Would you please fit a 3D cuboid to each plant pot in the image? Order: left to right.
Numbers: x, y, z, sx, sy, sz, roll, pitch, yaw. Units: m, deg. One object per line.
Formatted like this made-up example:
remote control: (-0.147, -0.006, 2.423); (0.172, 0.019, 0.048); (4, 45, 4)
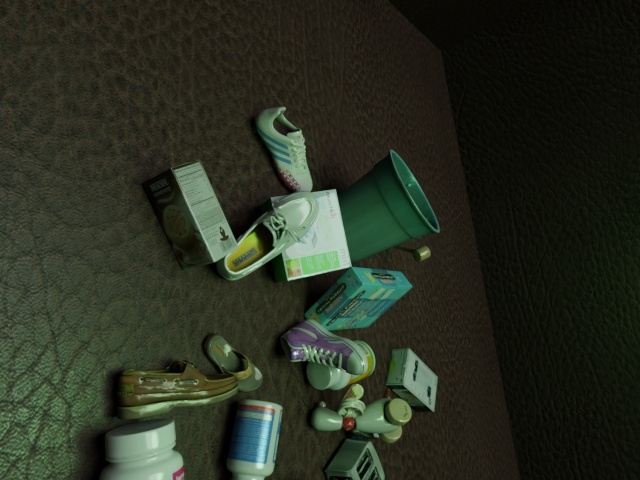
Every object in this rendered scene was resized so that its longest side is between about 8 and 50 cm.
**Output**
plant pot: (0.205, -0.101, 1.638); (0.341, 0.334, 0.341); (48, 24, -29)

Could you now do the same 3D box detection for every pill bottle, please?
pill bottle: (-0.354, 0.522, 0.893); (0.160, 0.160, 0.283); (5, 75, -52)
pill bottle: (-0.175, 0.538, 1.156); (0.124, 0.124, 0.221); (36, 52, -41)
pill bottle: (0.068, 0.424, 1.502); (0.245, 0.136, 0.136); (1, 78, -52)

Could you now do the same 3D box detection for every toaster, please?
toaster: (0.118, 0.773, 1.479); (0.185, 0.110, 0.168); (-34, 107, -52)

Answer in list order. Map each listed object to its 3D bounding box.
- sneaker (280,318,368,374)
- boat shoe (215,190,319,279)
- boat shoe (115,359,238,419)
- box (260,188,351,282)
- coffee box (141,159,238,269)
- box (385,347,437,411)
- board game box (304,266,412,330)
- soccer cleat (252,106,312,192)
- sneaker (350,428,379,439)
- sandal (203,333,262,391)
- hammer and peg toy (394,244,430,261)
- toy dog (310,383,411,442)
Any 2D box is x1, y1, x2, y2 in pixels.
sneaker: (-0.004, 0.348, 1.341); (0.161, 0.282, 0.102); (-19, 119, -45)
boat shoe: (-0.132, -0.026, 1.245); (0.367, 0.156, 0.136); (-37, 96, -20)
boat shoe: (-0.318, 0.333, 1.044); (0.307, 0.110, 0.104); (8, 74, -52)
box: (-0.048, -0.014, 1.434); (0.231, 0.127, 0.262); (-9, 86, -24)
coffee box: (-0.330, -0.062, 1.133); (0.098, 0.141, 0.246); (-35, 106, -50)
box: (0.400, 0.606, 1.922); (0.290, 0.087, 0.169); (46, 46, -35)
board game box: (0.141, 0.210, 1.571); (0.336, 0.254, 0.079); (10, 39, -51)
soccer cleat: (-0.099, -0.297, 1.510); (0.331, 0.143, 0.116); (57, 41, -25)
sneaker: (0.163, 0.675, 1.604); (0.211, 0.080, 0.081); (36, 43, -57)
sandal: (-0.227, 0.333, 1.207); (0.219, 0.060, 0.090); (57, 41, -24)
hammer and peg toy: (0.319, -0.069, 1.917); (0.127, 0.266, 0.361); (-26, 101, -31)
toy dog: (0.141, 0.554, 1.478); (0.333, 0.220, 0.161); (26, 33, -24)
